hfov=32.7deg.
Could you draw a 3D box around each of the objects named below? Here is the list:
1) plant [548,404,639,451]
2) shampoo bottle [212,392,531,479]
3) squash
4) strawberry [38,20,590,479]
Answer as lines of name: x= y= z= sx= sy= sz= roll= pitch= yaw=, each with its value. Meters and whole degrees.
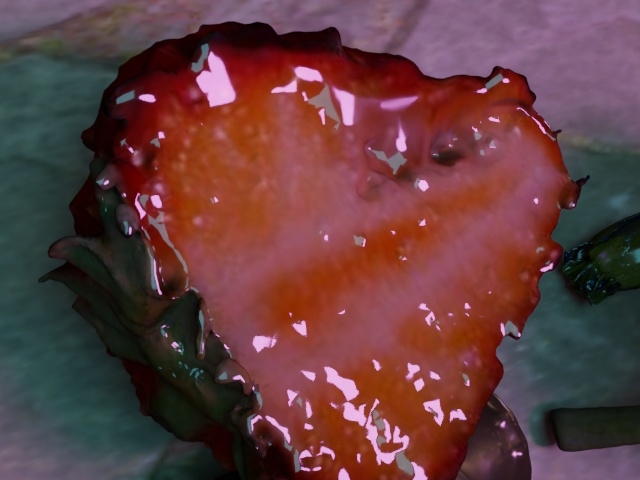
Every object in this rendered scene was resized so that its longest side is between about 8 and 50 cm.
plant: x=0.323 y=0.092 z=0.638 sx=0.297 sy=0.261 sz=0.305 roll=-36 pitch=132 yaw=-10
shampoo bottle: x=-0.030 y=0.175 z=0.581 sx=0.350 sy=0.126 sz=0.084 roll=-24 pitch=127 yaw=-31
squash: x=0.248 y=-0.003 z=0.743 sx=0.184 sy=0.052 sz=0.052 roll=-16 pitch=89 yaw=-18
strawberry: x=-0.015 y=-0.007 z=0.599 sx=0.253 sy=0.150 sz=0.280 roll=43 pitch=57 yaw=-15
